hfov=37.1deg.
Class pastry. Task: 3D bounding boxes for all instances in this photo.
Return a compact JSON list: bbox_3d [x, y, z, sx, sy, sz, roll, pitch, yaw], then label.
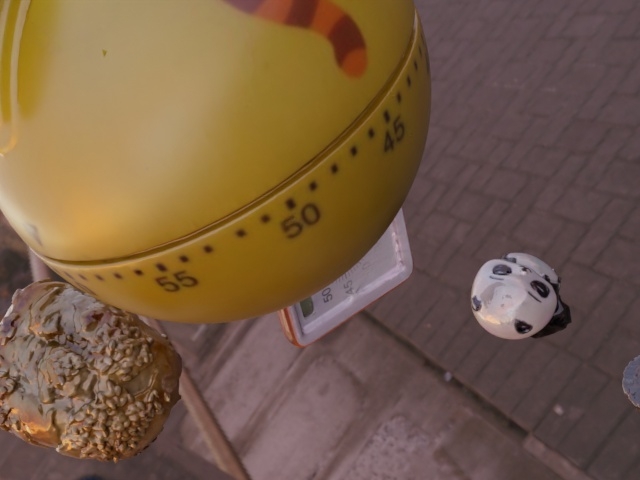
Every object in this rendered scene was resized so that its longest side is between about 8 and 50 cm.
[{"bbox_3d":[-0.366,0.198,1.407,0.162,0.310,0.255,-8,-69,-74],"label":"pastry"}]

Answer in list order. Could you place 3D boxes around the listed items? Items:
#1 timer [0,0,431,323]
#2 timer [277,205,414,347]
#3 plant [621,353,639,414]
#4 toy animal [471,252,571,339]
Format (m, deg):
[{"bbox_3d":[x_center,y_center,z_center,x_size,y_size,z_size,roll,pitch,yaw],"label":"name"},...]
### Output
[{"bbox_3d":[-0.106,-0.138,0.691,0.376,0.387,0.376,-23,35,17],"label":"timer"},{"bbox_3d":[0.000,0.000,1.479,0.161,0.258,0.250,12,39,36],"label":"timer"},{"bbox_3d":[0.786,0.340,2.125,0.178,0.234,0.204,-42,46,8],"label":"plant"},{"bbox_3d":[0.343,0.100,1.630,0.179,0.166,0.138,-7,-61,-65],"label":"toy animal"}]
